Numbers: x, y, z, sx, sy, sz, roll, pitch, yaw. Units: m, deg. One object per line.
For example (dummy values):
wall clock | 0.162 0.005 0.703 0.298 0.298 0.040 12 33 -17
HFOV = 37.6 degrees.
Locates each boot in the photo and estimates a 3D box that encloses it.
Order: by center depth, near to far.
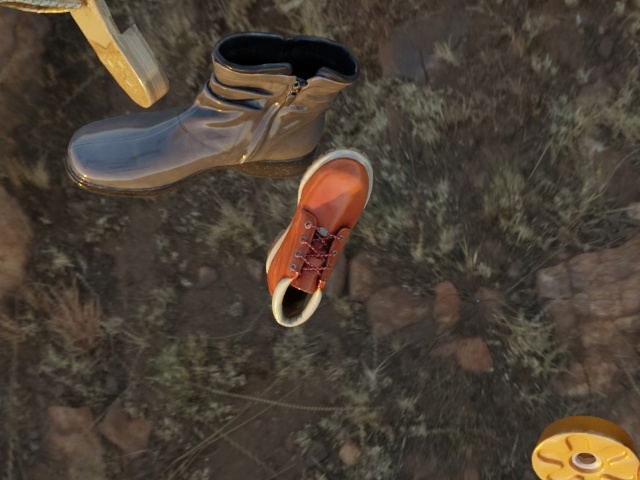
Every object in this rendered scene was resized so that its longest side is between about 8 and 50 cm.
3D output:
boot | 0.000 0.000 0.772 0.059 0.085 0.158 19 125 -12
boot | -0.137 -0.164 1.132 0.338 0.223 0.118 -11 66 -20

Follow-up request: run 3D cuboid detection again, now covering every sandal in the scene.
sandal | -0.215 -0.189 0.719 0.079 0.088 0.240 -43 114 -19

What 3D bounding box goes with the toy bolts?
toy bolts | 0.313 0.262 0.845 0.218 0.158 0.228 -24 119 34
